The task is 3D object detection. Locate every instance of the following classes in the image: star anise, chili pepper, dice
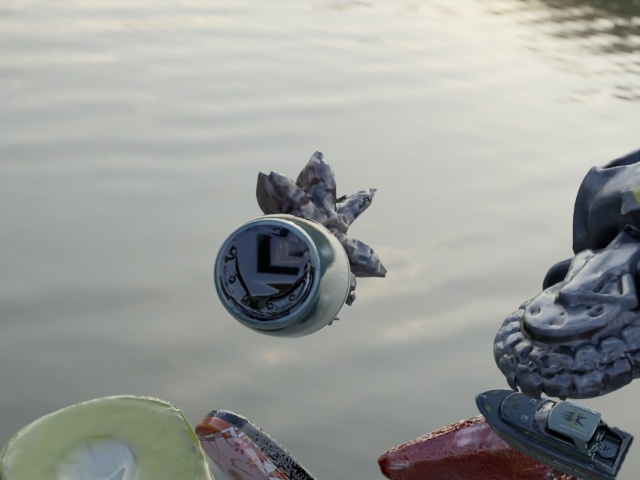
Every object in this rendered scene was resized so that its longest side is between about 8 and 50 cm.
[{"bbox_3d":[0.000,0.000,1.892,0.229,0.236,0.093,23,-28,-31],"label":"star anise"},{"bbox_3d":[0.197,0.268,1.739,0.252,0.136,0.144,-10,0,27],"label":"chili pepper"},{"bbox_3d":[-0.172,0.246,1.209,0.166,0.169,0.169,-15,38,-14],"label":"dice"}]

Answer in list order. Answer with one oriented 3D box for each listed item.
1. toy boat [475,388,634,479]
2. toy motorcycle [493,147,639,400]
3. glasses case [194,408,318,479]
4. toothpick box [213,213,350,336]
[{"bbox_3d":[0.201,0.166,1.264,0.141,0.060,0.055,22,49,17],"label":"toy boat"},{"bbox_3d":[0.225,-0.007,0.651,0.307,0.108,0.173,-16,22,12],"label":"toy motorcycle"},{"bbox_3d":[-0.053,0.313,1.830,0.267,0.067,0.103,46,-27,-15],"label":"glasses case"},{"bbox_3d":[-0.038,0.031,1.333,0.120,0.120,0.184,13,-2,6],"label":"toothpick box"}]
